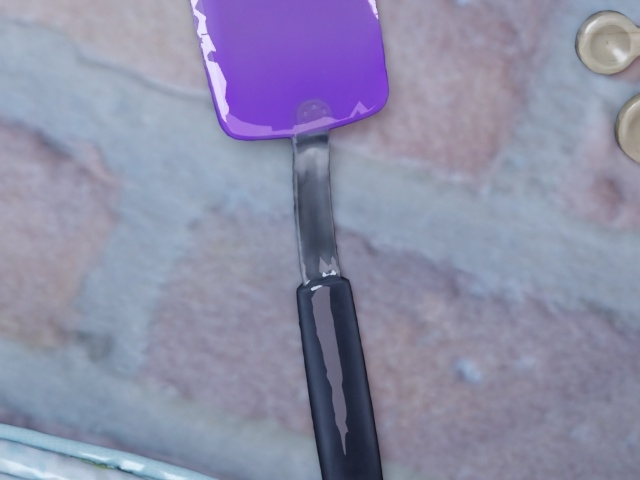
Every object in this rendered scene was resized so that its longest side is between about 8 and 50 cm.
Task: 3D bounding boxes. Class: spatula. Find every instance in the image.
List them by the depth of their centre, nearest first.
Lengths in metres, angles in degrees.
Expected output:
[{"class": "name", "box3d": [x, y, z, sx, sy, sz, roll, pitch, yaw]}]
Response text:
[{"class": "spatula", "box3d": [0.000, 0.000, 0.899, 0.084, 0.030, 0.296, -12, 111, -9]}]

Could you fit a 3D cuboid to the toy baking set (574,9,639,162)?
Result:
[{"class": "toy baking set", "box3d": [0.231, -0.121, 0.899, 0.197, 0.030, 0.256, 15, 106, -16]}]

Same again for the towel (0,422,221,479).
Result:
[{"class": "towel", "box3d": [-0.213, 0.218, 0.829, 0.375, 0.090, 0.320, 14, 110, 0]}]
